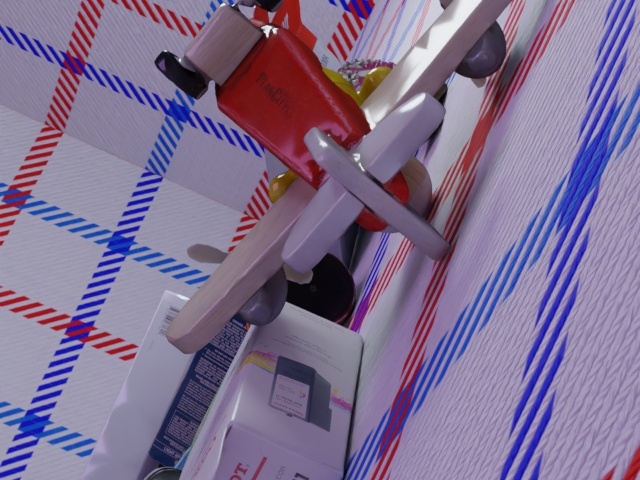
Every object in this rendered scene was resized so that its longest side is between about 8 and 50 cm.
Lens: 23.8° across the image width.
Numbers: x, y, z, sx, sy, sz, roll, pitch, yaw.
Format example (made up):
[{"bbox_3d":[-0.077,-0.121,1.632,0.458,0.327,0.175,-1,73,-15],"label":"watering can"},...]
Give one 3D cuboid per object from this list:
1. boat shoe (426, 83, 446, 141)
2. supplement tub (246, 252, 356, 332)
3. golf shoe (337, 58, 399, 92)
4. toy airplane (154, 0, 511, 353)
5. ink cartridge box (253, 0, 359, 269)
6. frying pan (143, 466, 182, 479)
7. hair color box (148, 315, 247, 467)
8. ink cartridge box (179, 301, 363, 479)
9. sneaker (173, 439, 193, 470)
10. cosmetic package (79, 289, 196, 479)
[{"bbox_3d":[0.109,-0.160,1.805,0.060,0.064,0.178,-61,9,28],"label":"boat shoe"},{"bbox_3d":[-0.030,0.089,1.849,0.198,0.106,0.106,125,168,-64],"label":"supplement tub"},{"bbox_3d":[0.071,-0.164,1.992,0.306,0.115,0.140,-46,-41,-71],"label":"golf shoe"},{"bbox_3d":[0.029,-0.083,1.469,0.386,0.272,0.384,-12,55,37],"label":"toy airplane"},{"bbox_3d":[-0.004,-0.175,1.984,0.308,0.091,0.385,-73,-19,-60],"label":"ink cartridge box"},{"bbox_3d":[-0.145,0.371,1.540,0.053,0.197,0.326,-17,32,22],"label":"frying pan"},{"bbox_3d":[-0.112,0.168,2.164,0.347,0.105,0.174,-63,-6,29],"label":"hair color box"},{"bbox_3d":[-0.062,0.225,1.460,0.207,0.119,0.353,-63,5,23],"label":"ink cartridge box"},{"bbox_3d":[-0.152,0.352,1.991,0.262,0.125,0.104,-43,-30,-24],"label":"sneaker"},{"bbox_3d":[-0.229,0.289,2.412,0.377,0.097,0.284,-66,-20,-4],"label":"cosmetic package"}]
